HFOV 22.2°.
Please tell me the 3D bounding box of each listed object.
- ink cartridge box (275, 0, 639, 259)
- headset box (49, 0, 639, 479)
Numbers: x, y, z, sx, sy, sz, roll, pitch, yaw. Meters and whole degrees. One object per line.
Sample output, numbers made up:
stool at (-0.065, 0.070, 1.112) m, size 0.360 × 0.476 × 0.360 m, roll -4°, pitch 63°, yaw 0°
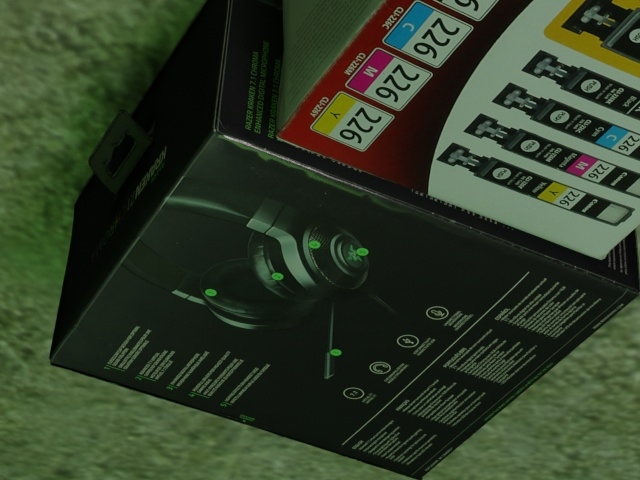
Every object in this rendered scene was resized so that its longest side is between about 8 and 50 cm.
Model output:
ink cartridge box at (0.169, -0.138, 0.784) m, size 0.271 × 0.130 × 0.309 m, roll 19°, pitch 139°, yaw -22°
headset box at (0.000, 0.000, 0.966) m, size 0.283 × 0.131 × 0.246 m, roll 19°, pitch 139°, yaw -19°
